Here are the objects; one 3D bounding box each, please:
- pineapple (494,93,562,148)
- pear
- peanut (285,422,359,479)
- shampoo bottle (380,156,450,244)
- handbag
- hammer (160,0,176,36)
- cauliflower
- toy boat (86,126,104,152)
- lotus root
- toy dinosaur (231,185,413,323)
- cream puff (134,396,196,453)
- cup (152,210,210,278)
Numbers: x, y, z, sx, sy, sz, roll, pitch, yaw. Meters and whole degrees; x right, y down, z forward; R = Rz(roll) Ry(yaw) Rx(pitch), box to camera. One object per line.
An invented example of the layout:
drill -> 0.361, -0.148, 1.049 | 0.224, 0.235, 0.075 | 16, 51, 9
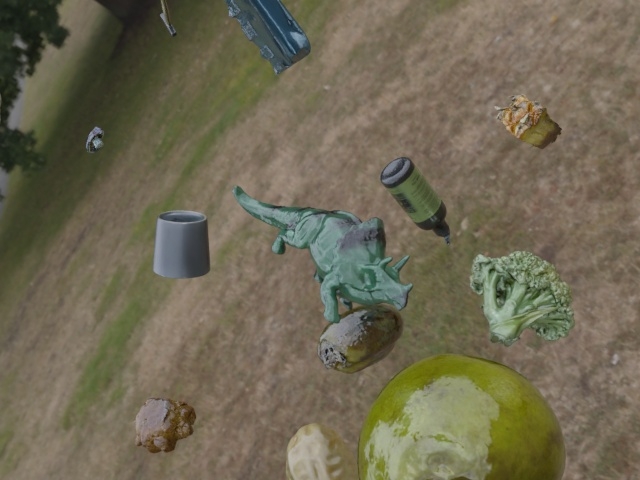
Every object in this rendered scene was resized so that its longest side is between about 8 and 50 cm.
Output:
pineapple -> 0.371, -0.210, 1.270 | 0.069, 0.116, 0.137 | -52, 13, 20
pear -> 0.228, 0.355, 1.213 | 0.352, 0.413, 0.352 | -3, 82, 20
peanut -> 0.036, 0.631, 1.742 | 0.169, 0.387, 0.192 | -23, -13, -7
shampoo bottle -> 0.281, -0.102, 2.008 | 0.101, 0.284, 0.101 | -31, 30, 21
handbag -> -0.125, -0.467, 1.532 | 0.062, 0.229, 0.179 | -41, 14, -13
hammer -> -0.311, -0.483, 1.407 | 0.013, 0.199, 0.062 | -27, 69, -13
cauliflower -> 0.537, 0.176, 2.001 | 0.281, 0.327, 0.260 | -46, -16, -10
toy boat -> -0.499, -0.222, 1.608 | 0.083, 0.038, 0.038 | 130, 153, -49
lotus root -> 0.113, 0.251, 1.936 | 0.160, 0.275, 0.152 | 34, 123, 31
toy dinosaur -> -0.003, 0.017, 0.843 | 0.292, 0.079, 0.120 | 17, 98, 44
cream puff -> -0.304, 0.362, 1.416 | 0.122, 0.094, 0.116 | -46, 45, -4
cup -> -0.189, 0.001, 0.998 | 0.100, 0.078, 0.077 | -96, 9, -74
